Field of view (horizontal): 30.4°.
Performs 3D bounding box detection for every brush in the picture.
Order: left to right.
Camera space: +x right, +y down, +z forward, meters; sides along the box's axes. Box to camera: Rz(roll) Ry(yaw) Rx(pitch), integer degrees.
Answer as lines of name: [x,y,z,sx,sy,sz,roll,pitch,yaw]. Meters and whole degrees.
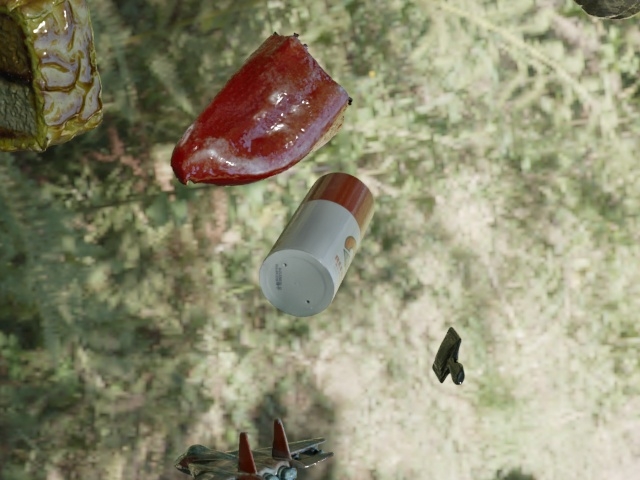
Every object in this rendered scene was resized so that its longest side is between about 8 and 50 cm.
brush: [0.160,0.149,1.445,0.193,0.016,0.063,-113,-136,-84]

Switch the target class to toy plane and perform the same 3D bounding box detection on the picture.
toy plane: [-0.121,0.312,1.571,0.222,0.326,0.104,-18,84,-33]

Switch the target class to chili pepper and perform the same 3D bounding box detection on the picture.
chili pepper: [-0.077,-0.134,1.445,0.253,0.136,0.144,-48,128,-30]

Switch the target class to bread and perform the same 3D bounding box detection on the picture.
bread: [-0.326,-0.184,1.230,0.096,0.222,0.182,-33,125,-44]

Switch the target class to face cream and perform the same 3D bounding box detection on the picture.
face cream: [0.000,0.000,1.499,0.214,0.095,0.096,-61,135,-56]

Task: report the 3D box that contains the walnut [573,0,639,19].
walnut: [0.474,-0.442,1.778,0.178,0.230,0.178,16,52,-22]
